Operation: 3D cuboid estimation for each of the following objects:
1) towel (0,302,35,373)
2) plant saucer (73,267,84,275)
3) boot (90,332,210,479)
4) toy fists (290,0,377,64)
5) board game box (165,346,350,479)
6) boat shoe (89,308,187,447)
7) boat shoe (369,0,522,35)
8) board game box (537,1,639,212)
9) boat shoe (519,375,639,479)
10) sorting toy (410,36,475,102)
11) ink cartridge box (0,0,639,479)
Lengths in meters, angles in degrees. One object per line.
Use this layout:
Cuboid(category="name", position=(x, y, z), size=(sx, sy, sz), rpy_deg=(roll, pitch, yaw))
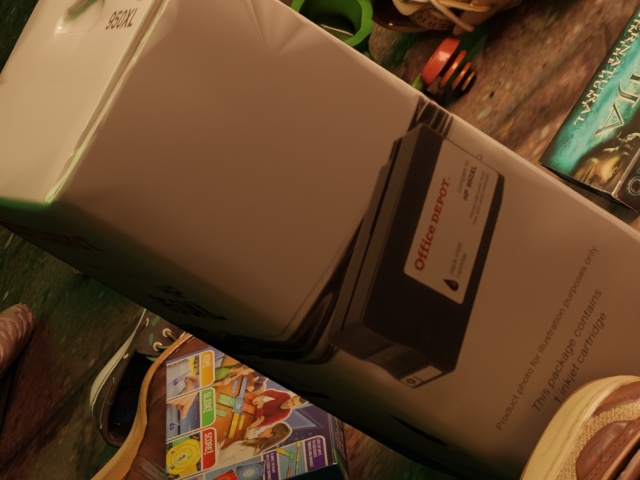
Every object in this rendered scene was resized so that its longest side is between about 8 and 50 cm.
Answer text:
Cuboid(category="towel", position=(-0.441, 0.229, 2.193), size=(0.317, 0.053, 0.332), rpy_deg=(-57, 3, 7))
Cuboid(category="plant saucer", position=(-0.263, 0.005, 2.274), size=(0.083, 0.013, 0.083), rpy_deg=(-46, 25, 29))
Cuboid(category="boot", position=(-0.085, 0.180, 1.586), size=(0.207, 0.090, 0.248), rpy_deg=(13, 60, 51))
Cuboid(category="toy fists", position=(0.005, -0.091, 1.650), size=(0.279, 0.096, 0.142), rpy_deg=(-86, 3, -47))
Cuboid(category="board game box", position=(-0.052, 0.142, 1.496), size=(0.136, 0.035, 0.201), rpy_deg=(-19, 31, 8))
Cuboid(category="boat shoe", position=(-0.145, 0.100, 1.800), size=(0.228, 0.080, 0.076), rpy_deg=(-52, 28, 21))
Cuboid(category="boat shoe", position=(0.120, -0.221, 1.599), size=(0.110, 0.122, 0.341), rpy_deg=(-65, 11, -2))
Cuboid(category="board game box", position=(0.230, -0.115, 1.319), size=(0.186, 0.026, 0.126), rpy_deg=(-58, 21, 2))
Cuboid(category="boat shoe", position=(0.134, 0.215, 0.969), size=(0.123, 0.123, 0.342), rpy_deg=(-20, 37, 61))
Cuboid(category="sorting toy", position=(0.097, -0.123, 1.621), size=(0.061, 0.042, 0.102), rpy_deg=(-57, 3, -42))
Cuboid(category="ink cartridge box", position=(0.000, 0.000, 1.164), size=(0.166, 0.395, 0.285), rpy_deg=(-62, 21, -8))
